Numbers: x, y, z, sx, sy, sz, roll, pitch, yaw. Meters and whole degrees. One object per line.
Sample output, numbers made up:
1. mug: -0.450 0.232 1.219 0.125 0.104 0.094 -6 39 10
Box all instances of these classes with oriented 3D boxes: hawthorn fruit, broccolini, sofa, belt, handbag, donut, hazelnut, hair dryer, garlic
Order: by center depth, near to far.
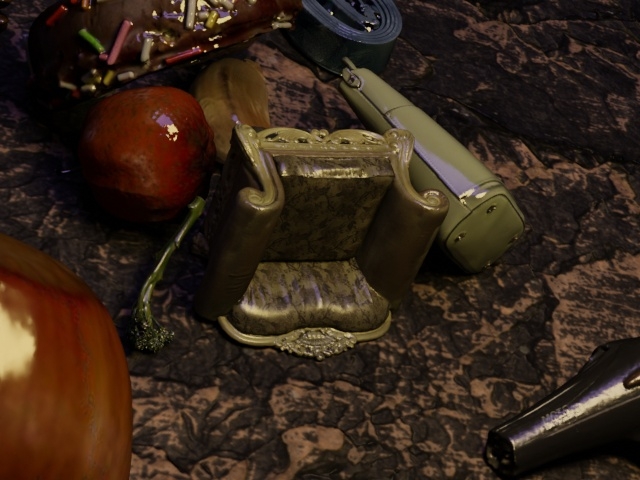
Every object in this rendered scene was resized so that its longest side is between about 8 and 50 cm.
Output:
1. hazelnut: -0.331 0.155 1.213 0.366 0.366 0.366 13 42 -12
2. broccolini: -0.173 0.035 1.567 0.052 0.054 0.194 -2 60 31
3. hair dryer: 0.380 0.277 1.584 0.304 0.120 0.359 -22 67 -30
4. sofa: 0.000 0.000 1.601 0.258 0.200 0.182 0 44 -27
5. hawthorn fruit: -0.213 -0.094 1.641 0.194 0.157 0.157 -7 37 21
6. donut: -0.183 -0.260 1.701 0.345 0.259 0.136 -22 96 -16
7. handbag: 0.105 -0.105 1.780 0.109 0.241 0.315 -44 66 0
8. garlic: -0.119 -0.166 1.809 0.101 0.087 0.195 22 36 -24
9. belt: 0.024 -0.311 2.021 0.141 0.082 0.190 -27 63 -38

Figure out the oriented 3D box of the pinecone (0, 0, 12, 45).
1. pinecone: -0.474 -0.317 1.684 0.292 0.246 0.246 54 45 -3
